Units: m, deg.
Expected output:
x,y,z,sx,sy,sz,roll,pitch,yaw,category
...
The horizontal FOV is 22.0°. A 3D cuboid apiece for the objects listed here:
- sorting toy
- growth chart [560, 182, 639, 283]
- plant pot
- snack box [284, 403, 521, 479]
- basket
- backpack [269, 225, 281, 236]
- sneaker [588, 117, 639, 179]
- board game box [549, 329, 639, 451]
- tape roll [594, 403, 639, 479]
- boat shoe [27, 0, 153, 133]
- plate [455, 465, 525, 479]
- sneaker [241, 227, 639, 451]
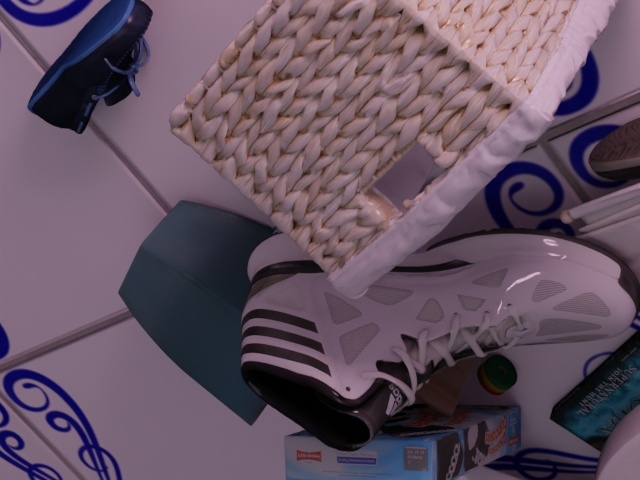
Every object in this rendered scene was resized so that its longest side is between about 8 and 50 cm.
x,y,z,sx,sy,sz,roll,pitch,yaw,category
0.108,0.135,2.015,0.274,0.132,0.046,36,135,-8,sorting toy
0.376,0.021,1.808,0.172,0.021,0.237,-13,131,44,growth chart
-0.119,0.072,2.044,0.234,0.166,0.165,33,134,3,plant pot
0.108,0.244,2.002,0.187,0.322,0.060,-1,91,24,snack box
0.080,-0.188,1.624,0.266,0.331,0.328,41,132,-6,basket
0.000,0.000,1.965,0.114,0.105,0.084,19,134,4,backpack
0.401,-0.074,1.741,0.222,0.083,0.118,-11,124,30,sneaker
0.385,0.199,2.024,0.126,0.026,0.186,33,134,-6,board game box
0.519,0.329,1.981,0.392,0.072,0.392,8,125,12,tape roll
-0.249,-0.205,1.916,0.089,0.109,0.258,34,150,-17,boat shoe
0.246,0.400,2.190,0.278,0.045,0.277,21,145,-7,plate
0.126,0.129,1.813,0.447,0.257,0.169,1,139,8,sneaker
